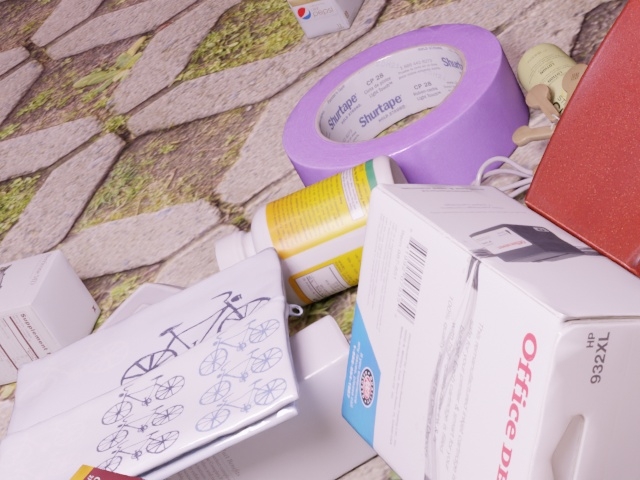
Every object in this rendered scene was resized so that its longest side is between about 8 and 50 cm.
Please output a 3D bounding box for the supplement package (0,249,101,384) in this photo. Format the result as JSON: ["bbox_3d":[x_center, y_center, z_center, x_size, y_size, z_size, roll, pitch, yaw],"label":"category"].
[{"bbox_3d":[-0.368,0.097,1.889,0.179,0.105,0.105,-14,33,24],"label":"supplement package"}]

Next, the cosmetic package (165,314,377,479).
[{"bbox_3d":[-0.056,0.182,1.483,0.231,0.117,0.085,-30,28,-3],"label":"cosmetic package"}]

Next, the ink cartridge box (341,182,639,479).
[{"bbox_3d":[0.146,0.105,1.297,0.129,0.223,0.307,-1,20,-25],"label":"ink cartridge box"}]

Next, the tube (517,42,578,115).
[{"bbox_3d":[0.285,-0.139,1.736,0.062,0.070,0.240,4,30,-21],"label":"tube"}]

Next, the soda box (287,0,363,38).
[{"bbox_3d":[0.029,-0.381,2.309,0.074,0.069,0.216,-10,36,30],"label":"soda box"}]

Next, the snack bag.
[{"bbox_3d":[-0.166,0.133,1.513,0.323,0.037,0.342,-26,23,9],"label":"snack bag"}]

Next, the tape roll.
[{"bbox_3d":[0.097,-0.136,1.861,0.275,0.090,0.274,-21,32,14],"label":"tape roll"}]

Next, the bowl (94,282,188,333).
[{"bbox_3d":[-0.185,0.100,1.782,0.142,0.053,0.142,12,50,47],"label":"bowl"}]

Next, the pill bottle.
[{"bbox_3d":[0.000,0.000,1.709,0.208,0.117,0.117,-23,30,12],"label":"pill bottle"}]

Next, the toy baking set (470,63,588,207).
[{"bbox_3d":[0.249,-0.081,1.673,0.256,0.030,0.197,-54,34,-5],"label":"toy baking set"}]

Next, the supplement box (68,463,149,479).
[{"bbox_3d":[-0.123,0.302,1.280,0.191,0.194,0.129,4,43,44],"label":"supplement box"}]

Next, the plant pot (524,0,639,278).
[{"bbox_3d":[0.338,-0.034,1.359,0.236,0.267,0.267,-46,31,-1],"label":"plant pot"}]
